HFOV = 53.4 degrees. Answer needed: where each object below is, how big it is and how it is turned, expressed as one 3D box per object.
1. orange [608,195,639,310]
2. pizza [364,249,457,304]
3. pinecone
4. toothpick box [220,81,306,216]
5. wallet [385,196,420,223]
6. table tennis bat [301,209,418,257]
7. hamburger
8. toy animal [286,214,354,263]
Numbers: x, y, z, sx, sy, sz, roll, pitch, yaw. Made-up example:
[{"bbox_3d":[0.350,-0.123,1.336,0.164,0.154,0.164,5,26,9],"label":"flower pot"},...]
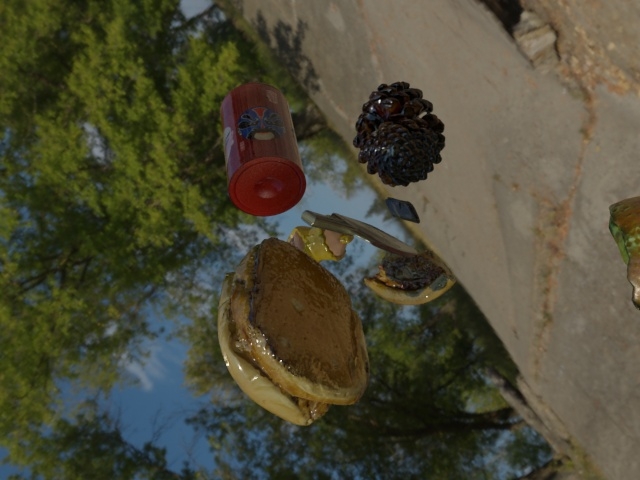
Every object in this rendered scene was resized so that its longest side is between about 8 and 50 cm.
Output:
[{"bbox_3d":[0.587,0.048,0.974,0.334,0.196,0.262,41,-164,15],"label":"orange"},{"bbox_3d":[0.199,0.083,1.462,0.056,0.135,0.271,-7,-169,-38],"label":"pizza"},{"bbox_3d":[0.210,-0.295,1.683,0.246,0.246,0.292,40,-140,-36],"label":"pinecone"},{"bbox_3d":[-0.161,-0.250,1.713,0.204,0.204,0.333,39,-154,-40],"label":"toothpick box"},{"bbox_3d":[0.257,-0.096,2.005,0.082,0.018,0.156,59,166,-22],"label":"wallet"},{"bbox_3d":[0.073,-0.017,1.226,0.301,0.022,0.173,14,-165,-48],"label":"table tennis bat"},{"bbox_3d":[-0.053,0.157,1.138,0.284,0.174,0.305,42,-157,-27],"label":"hamburger"},{"bbox_3d":[0.000,0.005,1.890,0.156,0.229,0.156,24,-123,-42],"label":"toy animal"}]
